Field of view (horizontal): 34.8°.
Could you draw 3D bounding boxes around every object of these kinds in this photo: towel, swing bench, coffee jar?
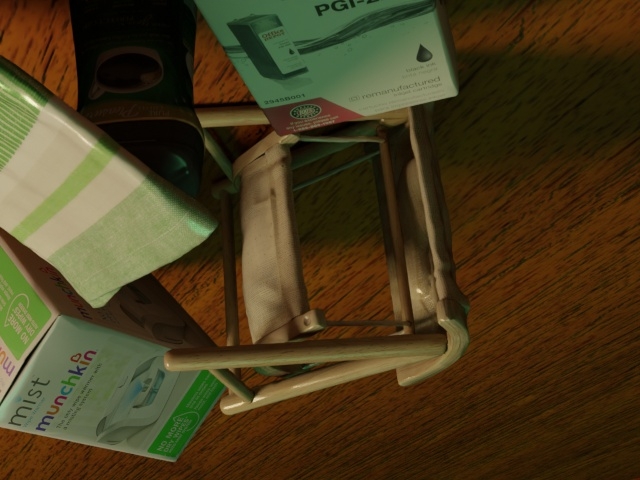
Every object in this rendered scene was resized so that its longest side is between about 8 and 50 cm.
[{"bbox_3d":[-0.243,-0.073,0.662,0.325,0.038,0.248,37,154,-15],"label":"towel"},{"bbox_3d":[0.000,0.000,0.924,0.254,0.253,0.165,-11,154,11],"label":"swing bench"},{"bbox_3d":[-0.134,-0.114,0.738,0.096,0.184,0.079,-4,154,-2],"label":"coffee jar"}]

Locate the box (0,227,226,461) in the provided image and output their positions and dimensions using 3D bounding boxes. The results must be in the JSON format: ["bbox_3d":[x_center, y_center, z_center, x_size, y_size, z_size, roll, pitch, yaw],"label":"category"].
[{"bbox_3d":[-0.255,0.081,1.012,0.231,0.262,0.127,28,99,-47],"label":"box"}]

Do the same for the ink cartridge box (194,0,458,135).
[{"bbox_3d":[0.005,-0.179,0.742,0.158,0.092,0.218,-12,152,12],"label":"ink cartridge box"}]
